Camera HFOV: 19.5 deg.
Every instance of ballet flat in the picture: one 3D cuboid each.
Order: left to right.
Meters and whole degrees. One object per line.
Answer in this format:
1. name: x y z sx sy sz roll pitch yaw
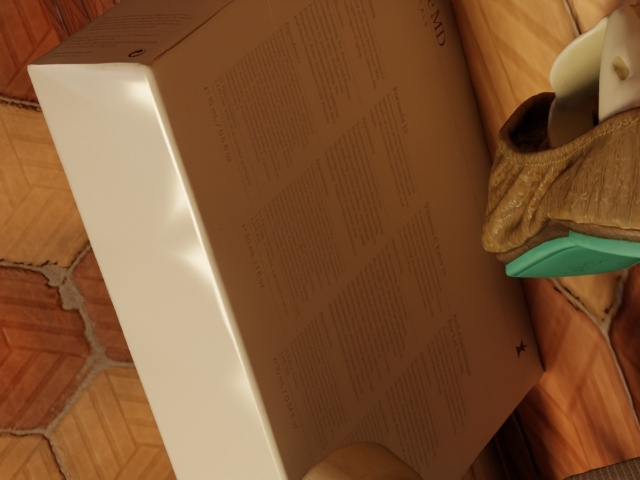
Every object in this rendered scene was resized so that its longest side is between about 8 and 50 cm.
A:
1. ballet flat: 0.152 -0.047 0.861 0.342 0.116 0.124 169 98 -81

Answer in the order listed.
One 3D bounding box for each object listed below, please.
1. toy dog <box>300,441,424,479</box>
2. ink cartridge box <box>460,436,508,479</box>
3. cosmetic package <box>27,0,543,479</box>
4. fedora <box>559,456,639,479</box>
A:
1. toy dog: 0.100 0.241 1.051 0.333 0.161 0.220 28 -169 -30
2. ink cartridge box: 0.106 0.201 1.371 0.225 0.056 0.181 -71 -35 -68
3. cosmetic package: 0.000 0.000 1.130 0.097 0.284 0.377 5 122 37
4. fedora: 0.186 0.164 0.827 0.244 0.275 0.124 48 -140 -62
